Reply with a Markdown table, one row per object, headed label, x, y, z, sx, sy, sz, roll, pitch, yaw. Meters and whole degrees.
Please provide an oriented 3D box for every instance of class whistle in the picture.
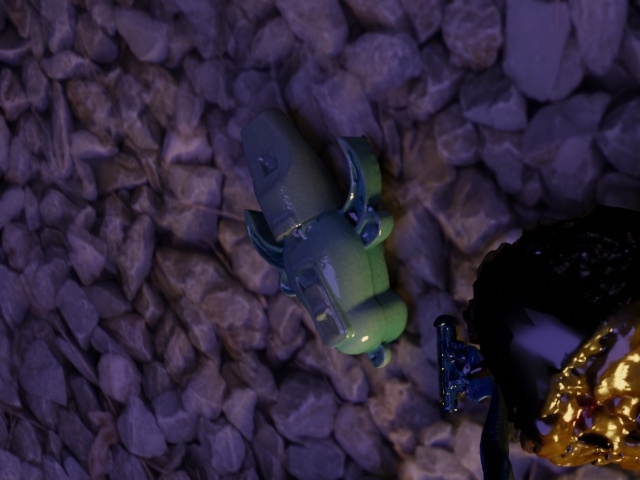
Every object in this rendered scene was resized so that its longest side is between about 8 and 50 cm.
| label | x | y | z | sx | sy | sz | roll | pitch | yaw |
| --- | --- | --- | --- | --- | --- | --- | --- | --- | --- |
| whistle | 0.000 | 0.000 | 1.623 | 0.186 | 0.093 | 0.274 | -35 | 78 | 45 |

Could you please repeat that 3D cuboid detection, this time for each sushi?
| label | x | y | z | sx | sy | sz | roll | pitch | yaw |
| --- | --- | --- | --- | --- | --- | --- | --- | --- | --- |
| sushi | 0.245 | 0.093 | 1.369 | 0.204 | 0.213 | 0.200 | 51 | 158 | 34 |

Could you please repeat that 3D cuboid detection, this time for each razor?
| label | x | y | z | sx | sy | sz | roll | pitch | yaw |
| --- | --- | --- | --- | --- | --- | --- | --- | --- | --- |
| razor | 0.144 | 0.157 | 1.453 | 0.056 | 0.324 | 0.093 | -5 | 106 | -1 |

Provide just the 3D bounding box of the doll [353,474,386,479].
| label | x | y | z | sx | sy | sz | roll | pitch | yaw |
| --- | --- | --- | --- | --- | --- | --- | --- | --- | --- |
| doll | 0.045 | 0.294 | 1.712 | 0.194 | 0.062 | 0.104 | -18 | 76 | 53 |
